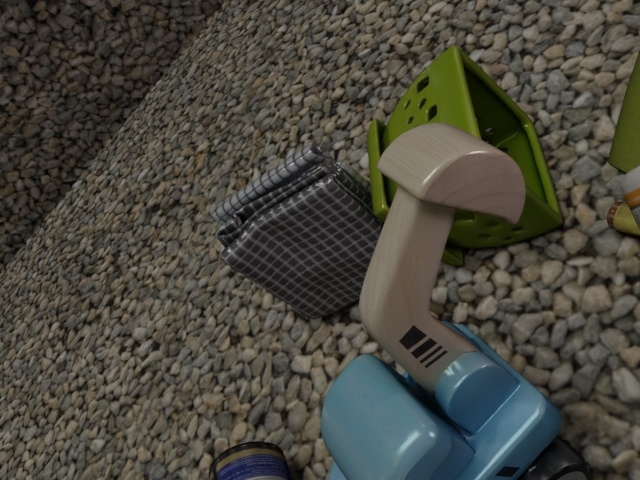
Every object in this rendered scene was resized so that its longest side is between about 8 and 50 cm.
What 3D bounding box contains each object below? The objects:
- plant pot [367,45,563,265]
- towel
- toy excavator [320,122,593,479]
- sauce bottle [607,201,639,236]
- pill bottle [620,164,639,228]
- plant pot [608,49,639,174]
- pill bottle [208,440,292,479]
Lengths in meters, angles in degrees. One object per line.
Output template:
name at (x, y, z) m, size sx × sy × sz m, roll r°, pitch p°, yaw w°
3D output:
plant pot at (0.200, -0.109, 1.101) m, size 0.207 × 0.228 × 0.227 m, roll -33°, pitch 42°, yaw 32°
towel at (0.000, 0.000, 1.155) m, size 0.235 × 0.283 × 0.121 m, roll -30°, pitch 45°, yaw 26°
toy excavator at (0.119, 0.155, 0.791) m, size 0.433 × 0.445 × 0.222 m, roll -49°, pitch 40°, yaw 3°
sauce bottle at (0.435, -0.018, 0.940) m, size 0.042 × 0.042 × 0.128 m, roll -56°, pitch 38°, yaw -5°
pill bottle at (0.433, 0.026, 0.728) m, size 0.162 × 0.162 × 0.278 m, roll -28°, pitch 81°, yaw 26°
plant pot at (0.490, -0.184, 0.873) m, size 0.293 × 0.275 × 0.275 m, roll -61°, pitch 37°, yaw 14°
pill bottle at (-0.086, 0.411, 1.046) m, size 0.123 × 0.123 × 0.219 m, roll -39°, pitch 41°, yaw 15°
